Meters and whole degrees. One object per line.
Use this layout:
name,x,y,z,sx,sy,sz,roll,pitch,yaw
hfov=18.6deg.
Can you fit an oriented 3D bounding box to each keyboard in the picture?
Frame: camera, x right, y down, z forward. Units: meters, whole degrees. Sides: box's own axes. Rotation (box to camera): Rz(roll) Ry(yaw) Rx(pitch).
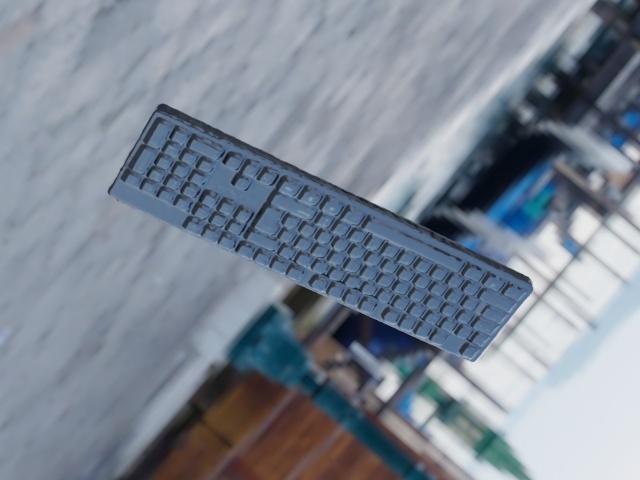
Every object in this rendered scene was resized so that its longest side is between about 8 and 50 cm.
keyboard,0.000,0.000,1.437,0.101,0.310,0.018,-55,-164,38
